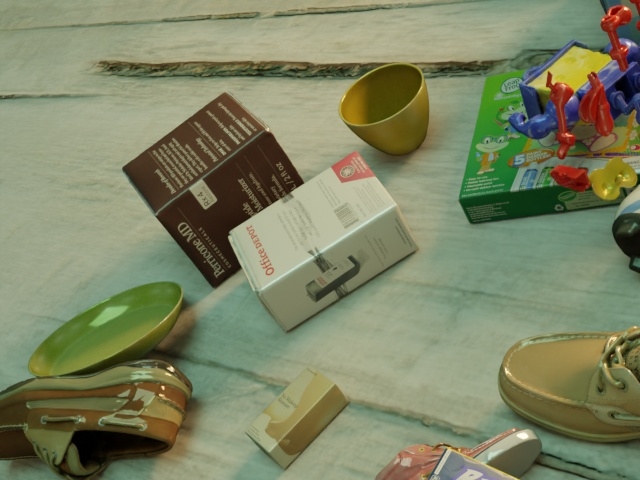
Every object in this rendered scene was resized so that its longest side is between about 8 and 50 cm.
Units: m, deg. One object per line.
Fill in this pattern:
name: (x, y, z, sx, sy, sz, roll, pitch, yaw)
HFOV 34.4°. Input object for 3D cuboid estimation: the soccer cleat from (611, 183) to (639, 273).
soccer cleat: (0.468, -0.021, 1.076, 0.331, 0.116, 0.143, 14, 57, 43)

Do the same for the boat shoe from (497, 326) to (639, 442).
boat shoe: (0.326, 0.128, 1.017, 0.341, 0.110, 0.121, 0, 54, 34)

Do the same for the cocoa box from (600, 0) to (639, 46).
cocoa box: (0.525, -0.444, 1.392, 0.347, 0.231, 0.228, -20, 41, 17)

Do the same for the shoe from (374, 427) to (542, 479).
shoe: (0.139, 0.234, 1.079, 0.178, 0.063, 0.081, -37, 43, 4)

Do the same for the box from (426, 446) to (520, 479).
box: (0.180, 0.263, 0.972, 0.169, 0.054, 0.059, 21, 46, 21)

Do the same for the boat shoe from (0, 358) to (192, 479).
boat shoe: (-0.321, 0.248, 1.352, 0.324, 0.122, 0.120, -17, 49, 21)

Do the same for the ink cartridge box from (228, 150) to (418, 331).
ink cartridge box: (0.000, 0.000, 1.407, 0.218, 0.092, 0.158, -31, 38, 1)

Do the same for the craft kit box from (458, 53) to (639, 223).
craft kit box: (0.323, -0.141, 1.361, 0.250, 0.061, 0.246, -8, 42, 29)

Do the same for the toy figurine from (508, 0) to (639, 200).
toy figurine: (0.337, -0.224, 1.254, 0.362, 0.191, 0.217, -42, 30, -18)

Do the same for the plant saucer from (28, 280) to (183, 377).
plant saucer: (-0.297, 0.137, 1.468, 0.241, 0.037, 0.241, -21, 20, 8)

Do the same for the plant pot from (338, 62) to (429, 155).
plant pot: (0.106, -0.181, 1.520, 0.134, 0.095, 0.134, -19, 40, 17)

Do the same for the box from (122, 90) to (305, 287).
box: (-0.149, -0.078, 1.533, 0.203, 0.168, 0.167, -38, 39, -5)

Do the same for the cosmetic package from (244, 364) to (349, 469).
cosmetic package: (-0.028, 0.211, 1.242, 0.115, 0.041, 0.060, -46, 39, -15)
